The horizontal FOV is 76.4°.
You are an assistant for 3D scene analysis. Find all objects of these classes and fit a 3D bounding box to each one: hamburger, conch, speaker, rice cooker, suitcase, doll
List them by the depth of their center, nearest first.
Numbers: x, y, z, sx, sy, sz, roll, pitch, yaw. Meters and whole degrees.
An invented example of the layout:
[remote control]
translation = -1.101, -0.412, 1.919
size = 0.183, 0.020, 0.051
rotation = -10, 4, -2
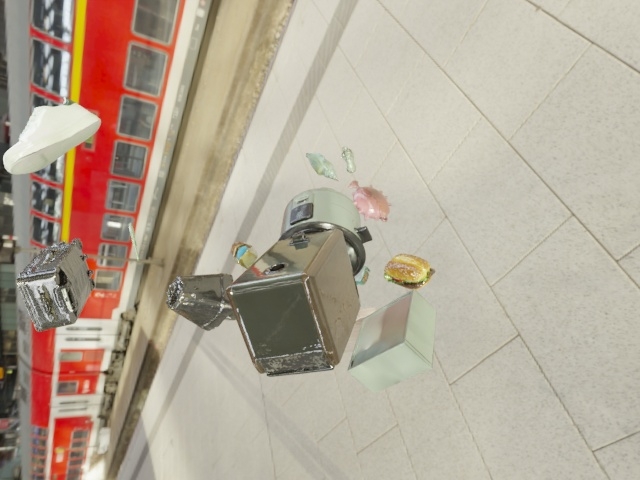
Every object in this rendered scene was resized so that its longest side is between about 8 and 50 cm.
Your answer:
[speaker]
translation = -0.034, 0.100, 0.727
size = 0.231, 0.153, 0.193
rotation = -53, -50, -66
[rice cooker]
translation = 0.000, 0.000, 1.104
size = 0.280, 0.241, 0.227
rotation = -15, 41, 17
[hamburger]
translation = 0.296, 0.103, 1.385
size = 0.165, 0.137, 0.087
rotation = 16, 135, 49
[conch]
translation = 0.004, -0.275, 1.506
size = 0.180, 0.088, 0.065
rotation = 42, 98, 18
[suitcase]
translation = -1.119, 0.177, 1.740
size = 0.434, 0.194, 0.284
rotation = -132, 34, -63
[doll]
translation = 0.225, -0.182, 1.875
size = 0.262, 0.211, 0.093
rotation = 46, 144, 20

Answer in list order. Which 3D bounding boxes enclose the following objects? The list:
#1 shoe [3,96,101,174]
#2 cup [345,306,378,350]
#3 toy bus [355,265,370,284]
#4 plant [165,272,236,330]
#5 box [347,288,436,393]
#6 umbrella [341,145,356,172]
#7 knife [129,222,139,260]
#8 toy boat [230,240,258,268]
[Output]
[shoe]
translation = -0.672, -0.261, 0.990
size = 0.095, 0.110, 0.265
rotation = -36, 14, 41
[cup]
translation = 0.136, 0.412, 1.980
size = 0.208, 0.273, 0.289
rotation = 36, 109, 45
[toy bus]
translation = 0.114, 0.153, 2.030
size = 0.261, 0.091, 0.109
rotation = 8, 73, 29
[plant]
translation = -0.337, 0.187, 1.256
size = 0.164, 0.255, 0.142
rotation = -43, 49, 31
[box]
translation = 0.220, 0.297, 1.203
size = 0.225, 0.117, 0.225
rotation = -39, 13, 36
[umbrella]
translation = 0.145, -0.418, 2.099
size = 0.062, 0.067, 0.144
rotation = 180, 70, -75
[knife]
translation = -0.631, 0.000, 1.375
size = 0.207, 0.014, 0.030
rotation = 55, 148, 40
[toy boat]
translation = -0.209, 0.035, 1.099
size = 0.065, 0.066, 0.172
rotation = -48, 18, -8
